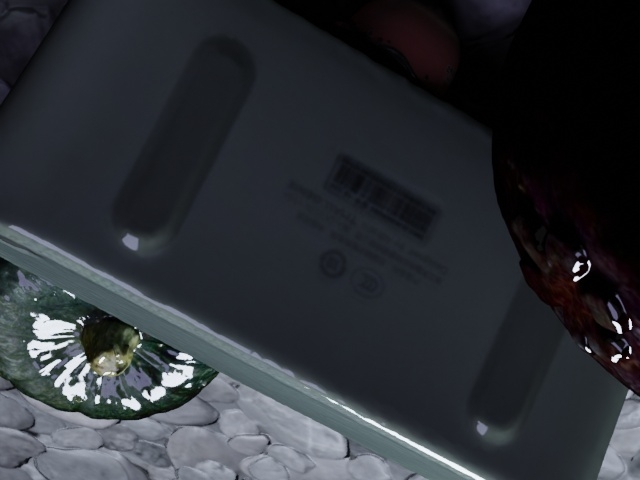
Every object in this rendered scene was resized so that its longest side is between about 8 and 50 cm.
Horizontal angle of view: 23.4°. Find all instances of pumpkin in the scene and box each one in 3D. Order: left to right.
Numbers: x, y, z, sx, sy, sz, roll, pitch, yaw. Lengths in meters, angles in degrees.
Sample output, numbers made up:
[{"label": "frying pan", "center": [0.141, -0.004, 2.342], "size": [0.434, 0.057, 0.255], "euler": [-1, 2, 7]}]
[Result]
[{"label": "pumpkin", "center": [-0.143, 0.033, 1.058], "size": [0.211, 0.152, 0.211], "euler": [7, 141, 5]}]

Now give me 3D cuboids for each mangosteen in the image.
[{"label": "mangosteen", "center": [0.236, -0.057, 0.745], "size": [0.297, 0.297, 0.313], "euler": [39, 102, -24]}]

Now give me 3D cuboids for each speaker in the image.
[{"label": "speaker", "center": [0.000, 0.000, 0.911], "size": [0.406, 0.184, 0.183], "euler": [29, 169, -14]}]

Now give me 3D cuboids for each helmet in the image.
[{"label": "helmet", "center": [0.048, -0.121, 0.898], "size": [0.084, 0.049, 0.065], "euler": [35, -178, 11]}]
